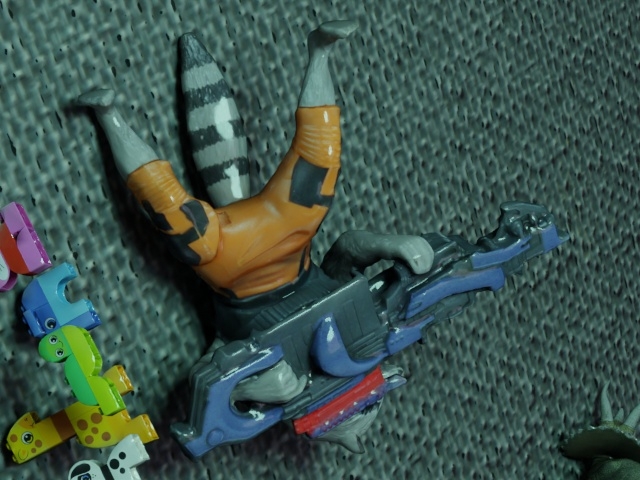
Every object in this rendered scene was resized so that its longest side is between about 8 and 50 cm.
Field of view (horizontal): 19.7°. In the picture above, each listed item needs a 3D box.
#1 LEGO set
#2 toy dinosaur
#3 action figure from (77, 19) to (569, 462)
[{"bbox_3d":[-0.183,0.100,1.231,0.227,0.093,0.087,62,5,9],"label":"LEGO set"},{"bbox_3d":[0.295,0.267,1.681,0.121,0.313,0.160,1,113,-23],"label":"toy dinosaur"},{"bbox_3d":[0.000,0.000,1.381,0.341,0.178,0.330,-22,112,-21],"label":"action figure"}]
